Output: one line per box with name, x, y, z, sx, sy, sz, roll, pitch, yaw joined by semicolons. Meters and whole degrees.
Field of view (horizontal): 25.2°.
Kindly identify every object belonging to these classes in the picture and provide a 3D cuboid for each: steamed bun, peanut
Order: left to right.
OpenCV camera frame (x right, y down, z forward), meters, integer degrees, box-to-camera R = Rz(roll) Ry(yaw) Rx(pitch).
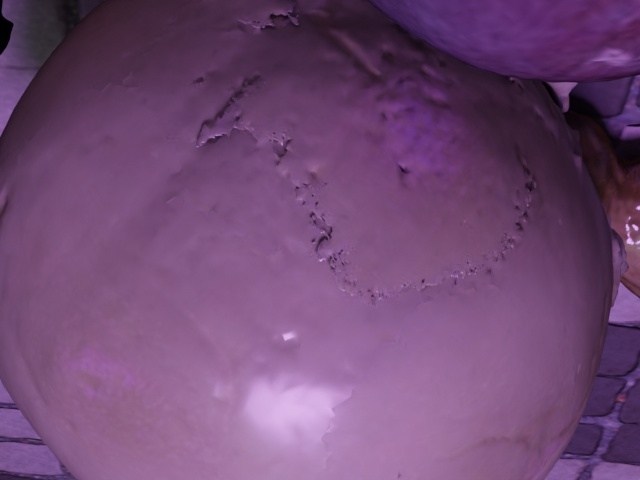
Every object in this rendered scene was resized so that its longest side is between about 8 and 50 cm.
steamed bun;0.000;0.000;0.720;0.334;0.312;0.233;26;135;-2
peanut;0.193;-0.018;0.895;0.228;0.086;0.104;19;136;-18

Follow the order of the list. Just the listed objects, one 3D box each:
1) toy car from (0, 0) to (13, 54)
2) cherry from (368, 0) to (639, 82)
toy car;-0.308;-0.118;0.717;0.301;0.193;0.118;5;149;4
cherry;0.107;-0.162;0.592;0.266;0.183;0.213;12;160;-39
